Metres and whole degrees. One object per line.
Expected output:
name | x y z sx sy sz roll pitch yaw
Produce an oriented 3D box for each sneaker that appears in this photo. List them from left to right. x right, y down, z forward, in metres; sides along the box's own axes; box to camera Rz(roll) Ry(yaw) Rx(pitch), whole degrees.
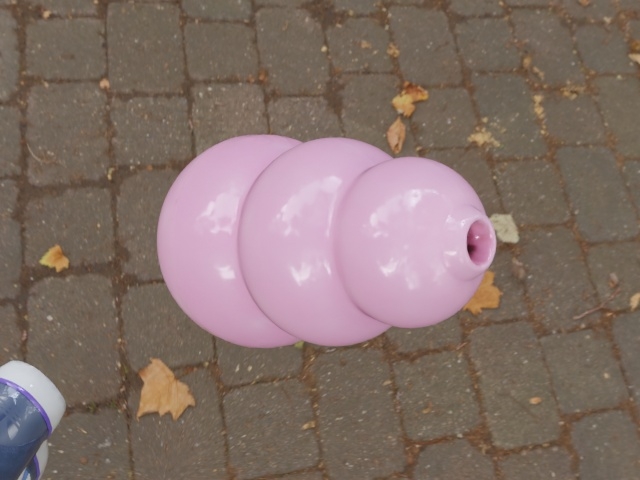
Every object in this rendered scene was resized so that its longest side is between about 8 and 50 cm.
sneaker | -0.412 0.282 0.703 0.130 0.323 0.236 39 43 -4

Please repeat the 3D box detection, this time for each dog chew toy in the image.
dog chew toy | 0.000 0.000 0.572 0.206 0.331 0.207 0 90 -42
